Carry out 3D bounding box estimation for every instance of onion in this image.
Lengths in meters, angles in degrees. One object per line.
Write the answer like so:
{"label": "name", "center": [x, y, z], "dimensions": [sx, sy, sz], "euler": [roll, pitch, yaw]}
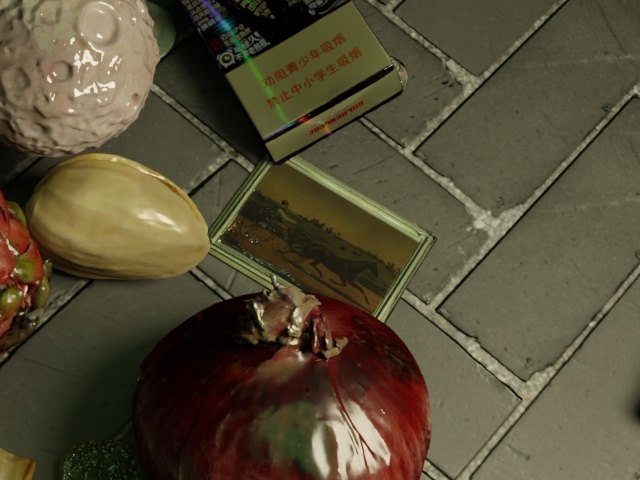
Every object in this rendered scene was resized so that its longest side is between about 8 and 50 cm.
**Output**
{"label": "onion", "center": [-0.036, 0.168, 1.744], "dimensions": [0.347, 0.285, 0.347], "euler": [2, 39, -1]}

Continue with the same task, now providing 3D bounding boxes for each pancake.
{"label": "pancake", "center": [-0.247, 0.273, 1.795], "dimensions": [0.108, 0.017, 0.108], "euler": [4, 62, -8]}

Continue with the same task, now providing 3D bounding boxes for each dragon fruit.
{"label": "dragon fruit", "center": [-0.436, 0.027, 1.737], "dimensions": [0.250, 0.291, 0.269], "euler": [-29, 69, -20]}

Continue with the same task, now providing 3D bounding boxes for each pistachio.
{"label": "pistachio", "center": [-0.244, -0.022, 1.897], "dimensions": [0.229, 0.157, 0.157], "euler": [12, 59, -12]}

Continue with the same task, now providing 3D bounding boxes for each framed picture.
{"label": "framed picture", "center": [0.000, 0.000, 2.011], "dimensions": [0.252, 0.014, 0.197], "euler": [30, 58, 6]}

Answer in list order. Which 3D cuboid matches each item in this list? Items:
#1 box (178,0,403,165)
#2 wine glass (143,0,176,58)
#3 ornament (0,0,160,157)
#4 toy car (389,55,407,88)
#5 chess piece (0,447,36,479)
{"label": "box", "center": [-0.052, -0.275, 2.068], "dimensions": [0.198, 0.084, 0.310], "euler": [-30, 66, 1]}
{"label": "wine glass", "center": [-0.286, -0.390, 1.989], "dimensions": [0.264, 0.309, 0.096], "euler": [39, 68, 9]}
{"label": "ornament", "center": [-0.323, -0.215, 1.887], "dimensions": [0.259, 0.259, 0.225], "euler": [3, 102, -11]}
{"label": "toy car", "center": [0.053, -0.242, 2.132], "dimensions": [0.142, 0.069, 0.055], "euler": [31, 48, 6]}
{"label": "chess piece", "center": [-0.403, 0.330, 1.683], "dimensions": [0.137, 0.137, 0.301], "euler": [15, 48, -4]}
